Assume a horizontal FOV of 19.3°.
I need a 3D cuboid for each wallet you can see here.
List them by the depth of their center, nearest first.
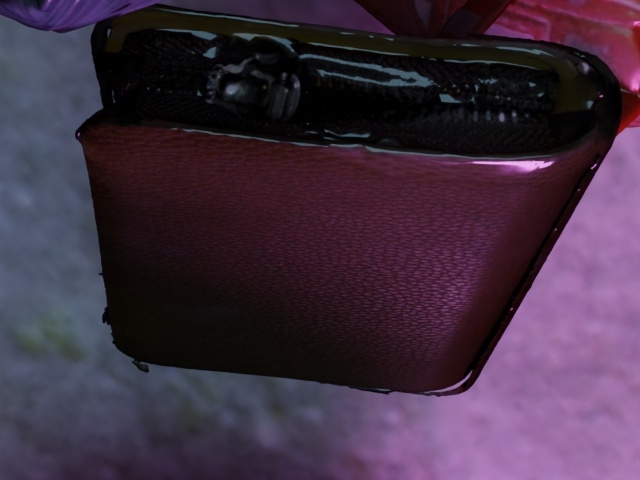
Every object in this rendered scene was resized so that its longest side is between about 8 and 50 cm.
[{"bbox_3d":[0.000,0.000,0.457,0.110,0.198,0.031,5,72,-2],"label":"wallet"}]

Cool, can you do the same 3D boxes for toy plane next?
[{"bbox_3d":[0.013,-0.066,0.469,0.194,0.126,0.077,1,141,-4],"label":"toy plane"}]

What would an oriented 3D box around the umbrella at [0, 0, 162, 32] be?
[{"bbox_3d":[0.026,-0.103,0.404,0.250,0.052,0.053,-29,113,-36],"label":"umbrella"}]
